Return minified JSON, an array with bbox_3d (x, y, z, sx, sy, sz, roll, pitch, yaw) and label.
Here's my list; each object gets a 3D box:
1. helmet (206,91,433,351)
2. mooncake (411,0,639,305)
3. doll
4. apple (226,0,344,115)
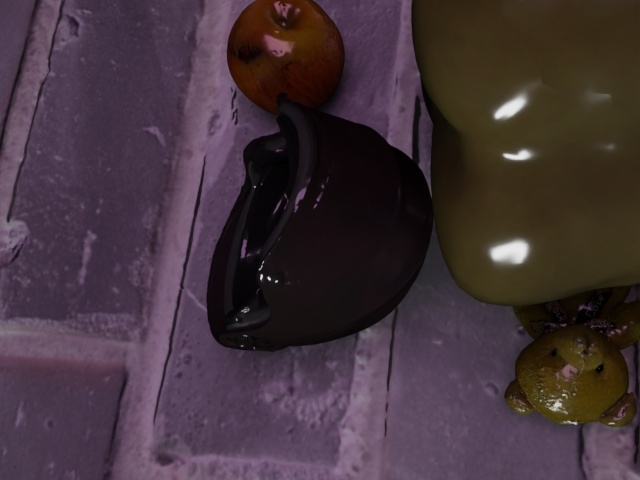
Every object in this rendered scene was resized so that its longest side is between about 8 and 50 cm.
[{"bbox_3d":[0.000,0.000,0.806,0.177,0.305,0.225,11,65,-16],"label":"helmet"},{"bbox_3d":[0.208,-0.175,0.693,0.262,0.467,0.467,-7,71,11],"label":"mooncake"},{"bbox_3d":[0.257,0.078,0.791,0.137,0.097,0.210,7,68,17],"label":"doll"},{"bbox_3d":[-0.042,-0.219,0.932,0.146,0.146,0.147,-4,71,11],"label":"apple"}]
